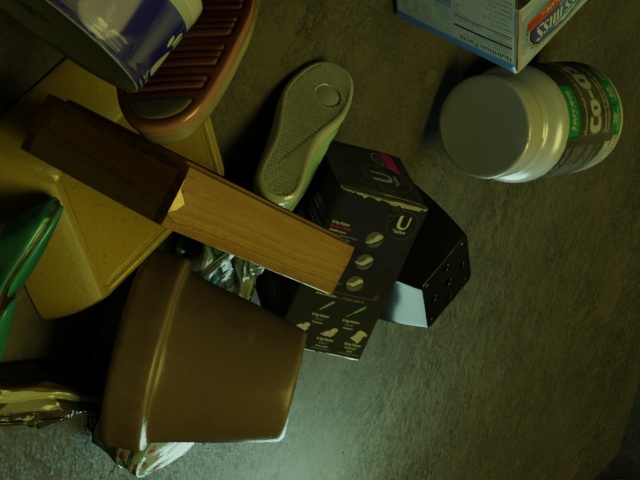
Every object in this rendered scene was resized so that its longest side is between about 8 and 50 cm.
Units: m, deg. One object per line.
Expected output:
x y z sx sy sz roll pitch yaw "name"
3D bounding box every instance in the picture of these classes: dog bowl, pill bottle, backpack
-0.247 -0.258 1.402 0.104 0.265 0.265 -55 152 -7 "dog bowl"
0.363 -0.205 2.552 0.361 0.204 0.204 -13 127 -56 "pill bottle"
-0.229 0.249 2.077 0.182 0.115 0.152 -22 137 -46 "backpack"

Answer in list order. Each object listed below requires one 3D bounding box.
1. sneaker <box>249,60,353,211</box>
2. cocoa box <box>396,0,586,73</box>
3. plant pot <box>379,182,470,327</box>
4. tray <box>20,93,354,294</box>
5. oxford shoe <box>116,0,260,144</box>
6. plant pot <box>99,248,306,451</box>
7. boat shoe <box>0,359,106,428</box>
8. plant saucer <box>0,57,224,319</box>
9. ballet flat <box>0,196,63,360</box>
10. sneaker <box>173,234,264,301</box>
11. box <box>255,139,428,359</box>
-0.042 -0.131 2.088 0.256 0.094 0.151 -63 -177 -29 "sneaker"
0.292 -0.460 2.158 0.347 0.231 0.228 -46 150 -26 "cocoa box"
0.145 0.033 2.449 0.188 0.167 0.187 -49 151 -25 "plant pot"
-0.135 -0.046 1.685 0.076 0.203 0.411 -62 153 0 "tray"
-0.124 -0.220 1.616 0.397 0.140 0.146 -76 163 -45 "oxford shoe"
-0.142 0.159 1.914 0.263 0.229 0.263 12 90 -90 "plant pot"
-0.357 0.199 1.859 0.223 0.080 0.073 8 114 -56 "boat shoe"
-0.237 -0.089 1.781 0.333 0.081 0.332 -47 150 -25 "plant saucer"
-0.371 0.045 1.662 0.247 0.087 0.083 -63 -179 23 "ballet flat"
-0.143 0.022 2.040 0.283 0.122 0.110 113 -11 -55 "sneaker"
0.026 0.013 2.152 0.143 0.165 0.270 13 117 -21 "box"
